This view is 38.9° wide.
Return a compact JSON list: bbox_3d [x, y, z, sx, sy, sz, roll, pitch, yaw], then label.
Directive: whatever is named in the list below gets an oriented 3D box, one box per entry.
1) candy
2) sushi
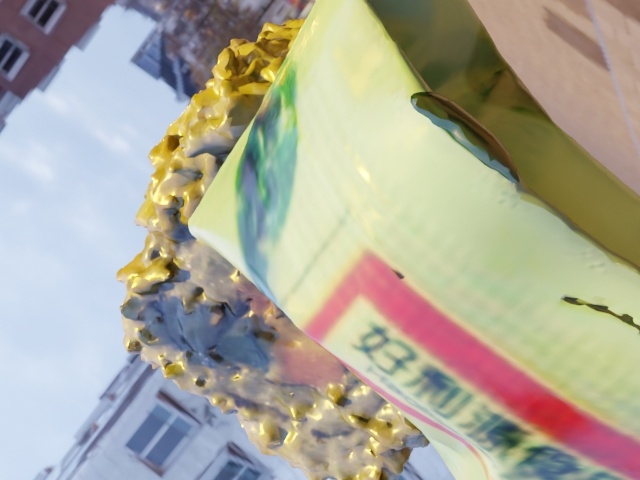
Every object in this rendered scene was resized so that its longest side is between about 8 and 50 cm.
[{"bbox_3d":[0.099,0.040,0.452,0.398,0.263,0.172,47,-134,11],"label":"candy"},{"bbox_3d":[0.000,0.000,0.815,0.351,0.397,0.240,30,-143,2],"label":"sushi"}]
